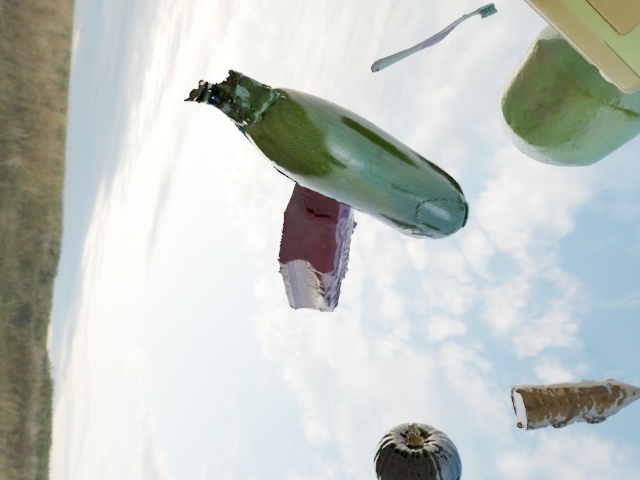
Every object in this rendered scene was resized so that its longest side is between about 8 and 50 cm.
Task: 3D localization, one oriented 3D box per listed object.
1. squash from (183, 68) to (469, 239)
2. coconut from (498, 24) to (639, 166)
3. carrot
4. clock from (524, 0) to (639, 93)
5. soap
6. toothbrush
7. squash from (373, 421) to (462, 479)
[{"bbox_3d":[0.037,-0.070,0.410,0.087,0.331,0.087,-30,-131,43],"label":"squash"},{"bbox_3d":[0.559,-0.319,0.920,0.328,0.281,0.328,35,-37,32],"label":"coconut"},{"bbox_3d":[0.541,0.334,0.901,0.102,0.263,0.102,-13,90,-81],"label":"carrot"},{"bbox_3d":[0.270,-0.251,0.412,0.096,0.202,0.143,-34,-145,49],"label":"clock"},{"bbox_3d":[0.000,0.000,0.875,0.325,0.127,0.220,91,13,-58],"label":"soap"},{"bbox_3d":[0.167,-0.304,0.644,0.204,0.017,0.022,-25,-113,5],"label":"toothbrush"},{"bbox_3d":[0.217,0.498,0.966,0.193,0.193,0.156,49,-39,48],"label":"squash"}]
